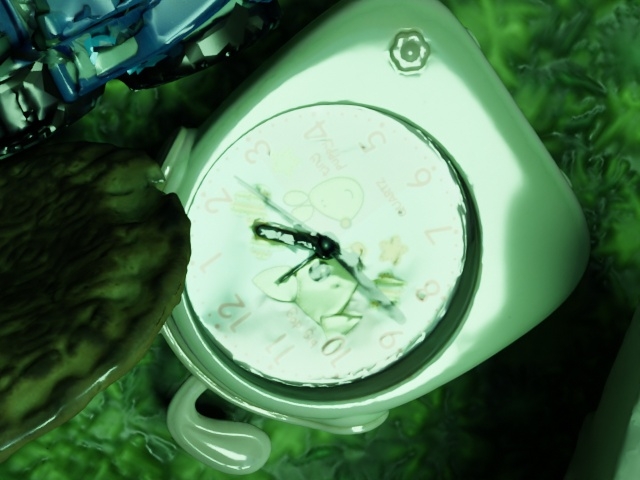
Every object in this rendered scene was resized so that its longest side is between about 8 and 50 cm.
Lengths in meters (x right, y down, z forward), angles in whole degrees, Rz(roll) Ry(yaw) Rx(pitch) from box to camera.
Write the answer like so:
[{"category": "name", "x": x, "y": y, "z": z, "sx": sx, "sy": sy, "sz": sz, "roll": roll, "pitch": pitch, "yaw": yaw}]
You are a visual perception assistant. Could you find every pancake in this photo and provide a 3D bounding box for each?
[{"category": "pancake", "x": -0.133, "y": 0.025, "z": 0.552, "sx": 0.199, "sy": 0.199, "sz": 0.021, "roll": -26, "pitch": 123, "yaw": -4}]

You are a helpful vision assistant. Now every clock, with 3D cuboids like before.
[{"category": "clock", "x": 0.000, "y": 0.000, "z": 0.631, "sx": 0.191, "sy": 0.062, "sz": 0.151, "roll": -35, "pitch": 106, "yaw": -1}]

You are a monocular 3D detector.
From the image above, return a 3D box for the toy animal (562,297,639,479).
[{"category": "toy animal", "x": 0.218, "y": 0.142, "z": 0.582, "sx": 0.265, "sy": 0.206, "sz": 0.272, "roll": 17, "pitch": 88, "yaw": 4}]

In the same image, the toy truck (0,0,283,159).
[{"category": "toy truck", "x": -0.121, "y": -0.083, "z": 0.560, "sx": 0.208, "sy": 0.126, "sz": 0.113, "roll": -27, "pitch": 105, "yaw": -3}]
